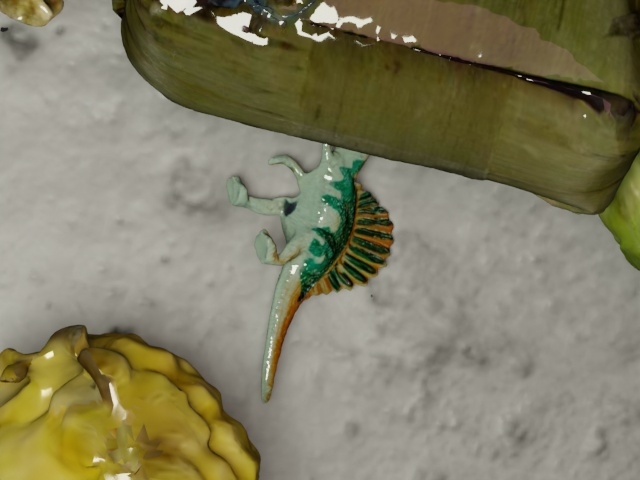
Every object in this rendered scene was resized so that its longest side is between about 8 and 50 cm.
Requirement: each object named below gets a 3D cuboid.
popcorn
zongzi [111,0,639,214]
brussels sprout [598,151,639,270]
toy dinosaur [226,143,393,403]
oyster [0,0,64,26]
[{"bbox_3d":[-0.137,0.179,1.071,0.190,0.250,0.250,29,82,-49],"label":"popcorn"},{"bbox_3d":[0.058,-0.222,1.161,0.322,0.160,0.361,15,70,-8],"label":"zongzi"},{"bbox_3d":[0.279,-0.055,1.202,0.223,0.161,0.223,0,88,-9],"label":"brussels sprout"},{"bbox_3d":[0.002,0.001,1.195,0.106,0.044,0.187,-7,88,-31],"label":"toy dinosaur"},{"bbox_3d":[-0.248,-0.269,1.088,0.166,0.110,0.341,-42,98,-16],"label":"oyster"}]
